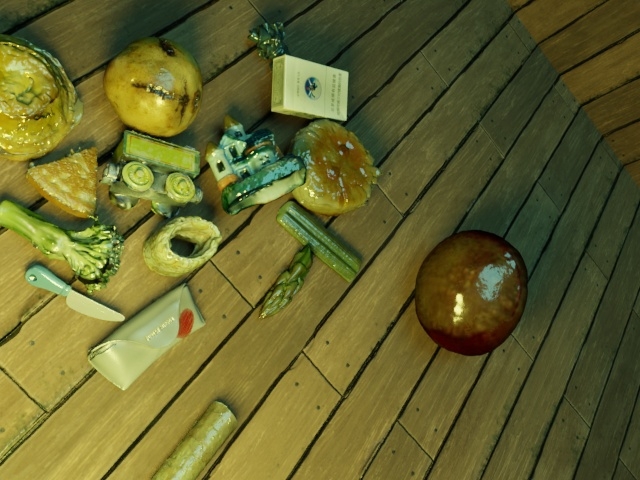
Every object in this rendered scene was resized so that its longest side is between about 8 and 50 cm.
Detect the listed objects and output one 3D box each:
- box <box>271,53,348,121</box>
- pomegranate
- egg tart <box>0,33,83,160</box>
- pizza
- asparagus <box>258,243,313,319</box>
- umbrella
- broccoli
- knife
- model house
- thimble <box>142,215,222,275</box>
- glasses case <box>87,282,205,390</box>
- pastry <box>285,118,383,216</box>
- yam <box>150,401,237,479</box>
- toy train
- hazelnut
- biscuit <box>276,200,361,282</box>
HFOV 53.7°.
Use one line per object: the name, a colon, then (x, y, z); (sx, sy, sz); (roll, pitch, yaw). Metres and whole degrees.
box: (-0.031, -0.469, 1.982); (0.256, 0.069, 0.164); (3, 89, -40)
pomegranate: (-0.430, -0.401, 1.666); (0.260, 0.260, 0.260); (13, 67, -32)
egg tart: (-0.735, -0.360, 1.498); (0.341, 0.129, 0.341); (14, 64, -32)
pizza: (-0.609, -0.159, 1.560); (0.188, 0.062, 0.199); (42, 48, -23)
asparagus: (-0.091, 0.126, 1.820); (0.080, 0.080, 0.287); (48, 54, -12)
umbrella: (-0.094, -0.547, 2.043); (0.143, 0.094, 0.349); (-37, 100, -30)
broccoli: (-0.609, -0.003, 1.474); (0.304, 0.145, 0.165); (28, 69, -13)
knife: (-0.576, 0.136, 1.483); (0.244, 0.058, 0.032); (36, 18, -20)
model house: (-0.211, -0.242, 1.783); (0.253, 0.184, 0.291); (-28, 77, -11)
thimble: (-0.350, 0.014, 1.628); (0.190, 0.143, 0.137); (-13, 81, -38)
glasses case: (-0.407, 0.229, 1.548); (0.308, 0.083, 0.128); (-40, 98, -38)
pastry: (0.026, -0.228, 1.987); (0.329, 0.136, 0.330); (11, 68, -31)
yam: (-0.307, 0.514, 1.516); (0.093, 0.093, 0.259); (49, 53, -11)
toy train: (-0.436, -0.166, 1.643); (0.260, 0.134, 0.178); (13, 58, -32)
hazelnut: (0.497, 0.172, 2.067); (0.421, 0.352, 0.421); (-4, 90, -69)
biscuit: (0.000, 0.000, 1.952); (0.322, 0.038, 0.099); (42, 58, -17)
